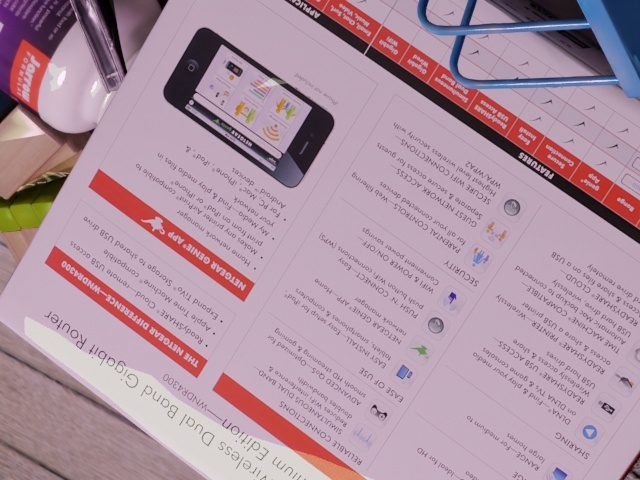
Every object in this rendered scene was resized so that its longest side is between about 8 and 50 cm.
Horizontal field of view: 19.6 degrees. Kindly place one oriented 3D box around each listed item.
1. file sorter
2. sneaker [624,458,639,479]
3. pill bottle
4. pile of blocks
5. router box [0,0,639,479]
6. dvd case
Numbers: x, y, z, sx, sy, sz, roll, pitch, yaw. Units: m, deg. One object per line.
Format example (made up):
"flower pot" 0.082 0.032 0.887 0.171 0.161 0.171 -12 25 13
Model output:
"file sorter" 0.083 -0.158 0.803 0.104 0.118 0.170 1 147 32
"sneaker" 0.164 0.142 1.120 0.105 0.115 0.281 36 148 14
"pill bottle" -0.169 -0.136 1.188 0.193 0.108 0.108 36 147 15
"pile of blocks" -0.230 -0.101 1.316 0.362 0.113 0.149 45 135 -13
"router box" 0.035 0.008 0.978 0.335 0.082 0.301 36 107 12
"dvd case" -0.148 -0.204 1.042 0.221 0.018 0.165 -108 -1 -54
